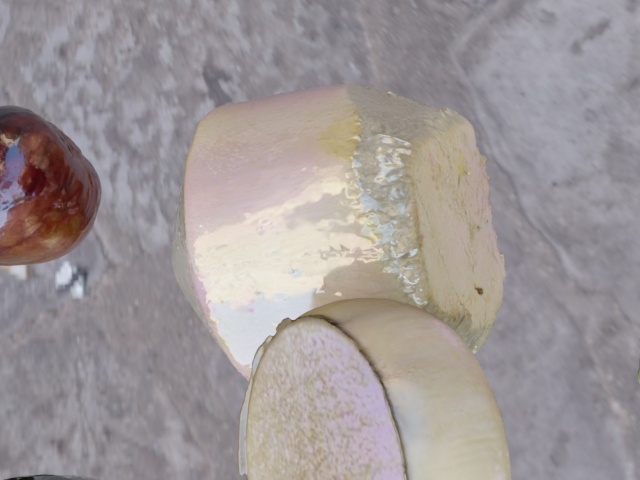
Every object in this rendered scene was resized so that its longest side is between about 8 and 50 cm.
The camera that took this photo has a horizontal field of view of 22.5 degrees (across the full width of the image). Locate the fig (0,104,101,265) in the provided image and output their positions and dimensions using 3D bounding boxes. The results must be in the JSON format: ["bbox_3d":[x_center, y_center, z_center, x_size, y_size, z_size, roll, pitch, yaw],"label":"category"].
[{"bbox_3d":[-0.388,-0.040,1.879,0.249,0.204,0.186,-36,66,2],"label":"fig"}]

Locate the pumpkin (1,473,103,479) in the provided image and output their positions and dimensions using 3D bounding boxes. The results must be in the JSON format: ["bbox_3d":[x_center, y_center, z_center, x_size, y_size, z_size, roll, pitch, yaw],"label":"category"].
[{"bbox_3d":[-0.125,0.215,0.601,0.197,0.293,0.263,38,104,-24],"label":"pumpkin"}]

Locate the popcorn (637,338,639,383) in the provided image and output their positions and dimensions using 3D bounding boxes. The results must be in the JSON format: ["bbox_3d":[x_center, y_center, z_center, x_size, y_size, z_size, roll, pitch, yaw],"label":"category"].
[{"bbox_3d":[0.370,0.081,1.488,0.173,0.168,0.195,29,126,17],"label":"popcorn"}]

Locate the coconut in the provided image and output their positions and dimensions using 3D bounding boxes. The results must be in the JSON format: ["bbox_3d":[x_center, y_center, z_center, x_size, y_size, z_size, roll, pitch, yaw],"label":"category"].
[{"bbox_3d":[0.000,0.000,1.558,0.309,0.297,0.297,-8,114,27],"label":"coconut"}]

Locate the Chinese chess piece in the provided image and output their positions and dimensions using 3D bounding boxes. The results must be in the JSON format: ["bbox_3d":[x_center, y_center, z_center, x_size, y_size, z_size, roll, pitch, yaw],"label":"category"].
[{"bbox_3d":[0.039,0.182,1.317,0.112,0.270,0.270,-5,112,-32],"label":"Chinese chess piece"}]
